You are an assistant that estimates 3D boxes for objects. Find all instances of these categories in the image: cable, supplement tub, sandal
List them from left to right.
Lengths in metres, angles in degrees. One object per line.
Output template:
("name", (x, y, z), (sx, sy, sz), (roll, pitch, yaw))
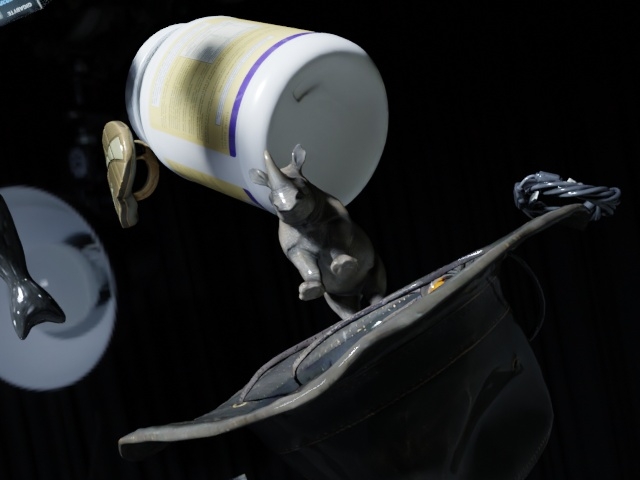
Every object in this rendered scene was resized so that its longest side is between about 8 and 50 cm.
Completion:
("sandal", (-0.185, -0.066, 0.926), (0.049, 0.072, 0.180), (-13, -18, -13))
("supplement tub", (-0.097, -0.178, 1.282), (0.241, 0.241, 0.331), (-9, 22, -40))
("cable", (0.358, -0.061, 1.364), (0.150, 0.047, 0.184), (2, -13, 13))

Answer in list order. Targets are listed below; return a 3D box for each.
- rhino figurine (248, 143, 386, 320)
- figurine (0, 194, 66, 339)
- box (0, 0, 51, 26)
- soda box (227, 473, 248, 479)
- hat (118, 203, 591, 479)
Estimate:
("rhino figurine", (0.000, 0.000, 0.849), (0.073, 0.106, 0.243), (-24, -44, 11))
("figurine", (-0.494, 0.071, 1.298), (0.215, 0.209, 0.092), (-30, -1, -22))
("box", (-0.462, -0.315, 1.273), (0.220, 0.051, 0.175), (-21, 24, 9))
("soda box", (-0.199, 0.380, 1.079), (0.286, 0.098, 0.091), (-20, -39, -10))
("hat", (0.049, 0.102, 0.556), (0.331, 0.134, 0.331), (-27, -4, -2))
